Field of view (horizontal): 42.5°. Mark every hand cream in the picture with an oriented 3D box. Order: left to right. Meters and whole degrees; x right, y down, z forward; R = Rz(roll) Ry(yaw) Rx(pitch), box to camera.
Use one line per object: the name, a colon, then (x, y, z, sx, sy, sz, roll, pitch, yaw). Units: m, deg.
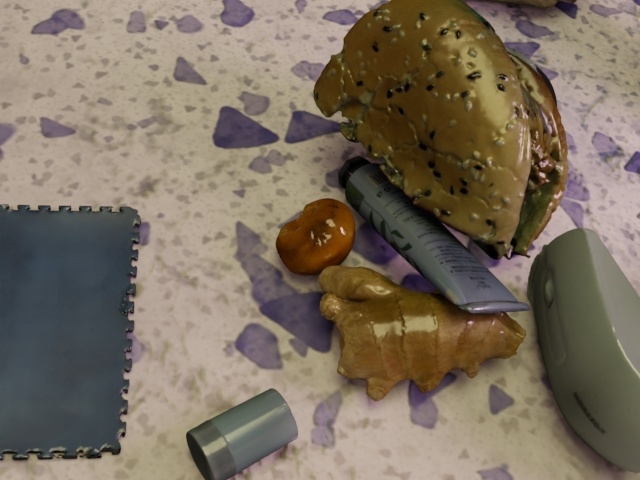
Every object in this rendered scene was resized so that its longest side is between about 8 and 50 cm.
hand cream: (0.097, -0.007, 0.811, 0.088, 0.055, 0.256, 6, 28, -39)

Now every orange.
orange: (0.000, 0.000, 0.823, 0.062, 0.086, 0.086, 48, 54, -19)

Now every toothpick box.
toothpick box: (-0.067, 0.167, 0.705, 0.083, 0.052, 0.052, -24, 63, -25)

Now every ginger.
ginger: (0.089, 0.089, 0.769, 0.205, 0.081, 0.115, 13, 36, 4)

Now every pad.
pad: (-0.306, 0.073, 0.756, 0.268, 0.012, 0.270, 2, 55, -8)

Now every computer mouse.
computer mouse: (0.250, 0.100, 0.760, 0.079, 0.128, 0.231, -9, 56, -22)

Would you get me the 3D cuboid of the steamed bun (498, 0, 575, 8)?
steamed bun: (0.287, -0.465, 1.109, 0.289, 0.203, 0.276, -7, 58, -13)

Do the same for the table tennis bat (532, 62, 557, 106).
table tennis bat: (0.222, -0.152, 0.991, 0.150, 0.027, 0.236, 1, 54, -9)

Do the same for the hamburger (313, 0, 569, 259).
hamburger: (0.138, -0.129, 0.835, 0.288, 0.192, 0.167, 46, 31, 22)
